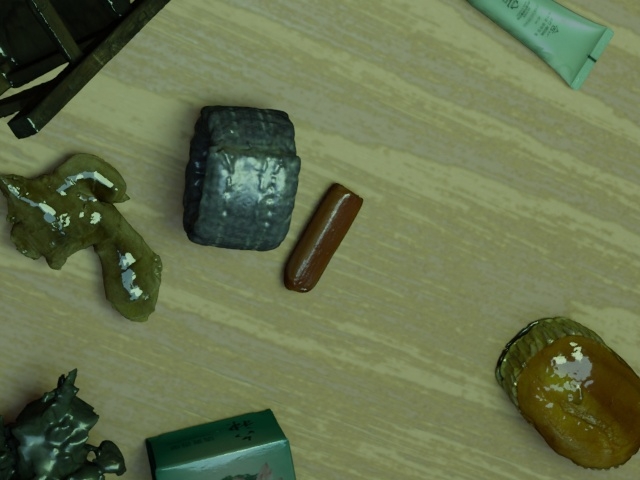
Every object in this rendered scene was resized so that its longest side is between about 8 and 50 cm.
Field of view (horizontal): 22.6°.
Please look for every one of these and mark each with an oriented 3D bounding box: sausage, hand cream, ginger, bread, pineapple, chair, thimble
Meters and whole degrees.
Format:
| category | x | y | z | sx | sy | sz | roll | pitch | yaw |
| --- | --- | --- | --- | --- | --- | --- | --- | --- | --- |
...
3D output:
| category | x | y | z | sx | sy | sz | roll | pitch | yaw |
| --- | --- | --- | --- | --- | --- | --- | --- | --- | --- |
| sausage | 0.000 | 0.000 | 1.749 | 0.041 | 0.039 | 0.131 | 26 | 99 | -27 |
| hand cream | 0.226 | -0.244 | 1.734 | 0.205 | 0.050 | 0.078 | 30 | 94 | -24 |
| ginger | -0.250 | 0.001 | 1.678 | 0.133 | 0.059 | 0.214 | -27 | 112 | -14 |
| bread | 0.299 | 0.179 | 1.842 | 0.190 | 0.114 | 0.132 | 40 | 95 | -15 |
| pineapple | -0.300 | 0.304 | 1.685 | 0.223 | 0.223 | 0.357 | 2 | 93 | -15 |
| chair | -0.286 | -0.259 | 1.541 | 0.240 | 0.416 | 0.203 | -16 | 116 | 38 |
| thimble | -0.084 | -0.063 | 1.653 | 0.097 | 0.150 | 0.150 | 7 | 104 | -15 |

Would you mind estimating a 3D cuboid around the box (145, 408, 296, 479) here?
| category | x | y | z | sx | sy | sz | roll | pitch | yaw |
| --- | --- | --- | --- | --- | --- | --- | --- | --- | --- |
| box | -0.097 | 0.328 | 1.789 | 0.153 | 0.092 | 0.245 | -14 | 108 | -10 |
